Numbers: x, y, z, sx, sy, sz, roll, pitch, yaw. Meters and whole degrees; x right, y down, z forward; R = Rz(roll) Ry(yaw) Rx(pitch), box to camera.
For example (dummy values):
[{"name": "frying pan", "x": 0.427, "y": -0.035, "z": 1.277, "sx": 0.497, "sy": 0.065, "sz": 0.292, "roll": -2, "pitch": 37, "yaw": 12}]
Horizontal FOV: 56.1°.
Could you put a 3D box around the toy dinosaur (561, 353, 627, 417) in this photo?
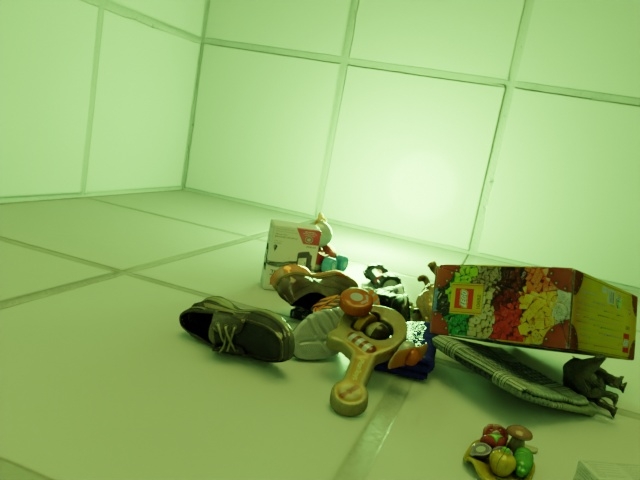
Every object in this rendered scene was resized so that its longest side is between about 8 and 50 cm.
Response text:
[{"name": "toy dinosaur", "x": 0.673, "y": 0.352, "z": 1.513, "sx": 0.160, "sy": 0.121, "sz": 0.313, "roll": 19, "pitch": -9, "yaw": 35}]

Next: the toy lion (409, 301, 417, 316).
[{"name": "toy lion", "x": 0.347, "y": 0.249, "z": 2.104, "sx": 0.096, "sy": 0.034, "sz": 0.100, "roll": 18, "pitch": 11, "yaw": -1}]

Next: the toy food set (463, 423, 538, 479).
[{"name": "toy food set", "x": 0.360, "y": 0.401, "z": 1.177, "sx": 0.128, "sy": 0.071, "sz": 0.218, "roll": 15, "pitch": 11, "yaw": 25}]

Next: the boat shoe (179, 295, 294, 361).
[{"name": "boat shoe", "x": -0.213, "y": 0.231, "z": 1.461, "sx": 0.356, "sy": 0.132, "sz": 0.130, "roll": 8, "pitch": 16, "yaw": 42}]

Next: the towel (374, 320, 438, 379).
[{"name": "towel", "x": 0.206, "y": 0.290, "z": 1.651, "sx": 0.228, "sy": 0.076, "sz": 0.308, "roll": 5, "pitch": 10, "yaw": 12}]

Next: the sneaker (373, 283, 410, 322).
[{"name": "sneaker", "x": 0.228, "y": 0.223, "z": 2.008, "sx": 0.124, "sy": 0.107, "sz": 0.283, "roll": -5, "pitch": 7, "yaw": 1}]

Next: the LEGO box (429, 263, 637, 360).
[{"name": "LEGO box", "x": 0.599, "y": 0.202, "z": 1.658, "sx": 0.373, "sy": 0.193, "sz": 0.500, "roll": -1, "pitch": -12, "yaw": 44}]

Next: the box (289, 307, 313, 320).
[{"name": "box", "x": -0.001, "y": 0.232, "z": 1.857, "sx": 0.162, "sy": 0.029, "sz": 0.116, "roll": 15, "pitch": 10, "yaw": 17}]

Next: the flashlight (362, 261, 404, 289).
[{"name": "flashlight", "x": 0.247, "y": 0.150, "z": 2.352, "sx": 0.103, "sy": 0.103, "sz": 0.304, "roll": 35, "pitch": 6, "yaw": -9}]

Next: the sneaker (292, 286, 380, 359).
[{"name": "sneaker", "x": 0.008, "y": 0.237, "z": 1.645, "sx": 0.321, "sy": 0.124, "sz": 0.180, "roll": -24, "pitch": 2, "yaw": -39}]

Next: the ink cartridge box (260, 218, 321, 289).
[{"name": "ink cartridge box", "x": -0.107, "y": 0.058, "z": 2.121, "sx": 0.172, "sy": 0.237, "sz": 0.100, "roll": 8, "pitch": 13, "yaw": -14}]

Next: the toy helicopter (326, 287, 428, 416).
[{"name": "toy helicopter", "x": 0.119, "y": 0.273, "z": 1.390, "sx": 0.235, "sy": 0.140, "sz": 0.355, "roll": 15, "pitch": 34, "yaw": 11}]

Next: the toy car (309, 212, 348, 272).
[{"name": "toy car", "x": 0.000, "y": 0.000, "z": 2.524, "sx": 0.219, "sy": 0.237, "sz": 0.210, "roll": 16, "pitch": 12, "yaw": 27}]

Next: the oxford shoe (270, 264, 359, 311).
[{"name": "oxford shoe", "x": 0.003, "y": 0.173, "z": 1.875, "sx": 0.364, "sy": 0.130, "sz": 0.132, "roll": 10, "pitch": 39, "yaw": -44}]

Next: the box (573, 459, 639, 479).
[{"name": "box", "x": 0.635, "y": 0.465, "z": 1.120, "sx": 0.324, "sy": 0.063, "sz": 0.067, "roll": 8, "pitch": 9, "yaw": -11}]

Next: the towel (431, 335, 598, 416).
[{"name": "towel", "x": 0.492, "y": 0.334, "z": 1.523, "sx": 0.324, "sy": 0.056, "sz": 0.312, "roll": 21, "pitch": 3, "yaw": -33}]

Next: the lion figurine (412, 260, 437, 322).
[{"name": "lion figurine", "x": 0.465, "y": 0.214, "z": 2.077, "sx": 0.392, "sy": 0.142, "sz": 0.240, "roll": 11, "pitch": 42, "yaw": -33}]
